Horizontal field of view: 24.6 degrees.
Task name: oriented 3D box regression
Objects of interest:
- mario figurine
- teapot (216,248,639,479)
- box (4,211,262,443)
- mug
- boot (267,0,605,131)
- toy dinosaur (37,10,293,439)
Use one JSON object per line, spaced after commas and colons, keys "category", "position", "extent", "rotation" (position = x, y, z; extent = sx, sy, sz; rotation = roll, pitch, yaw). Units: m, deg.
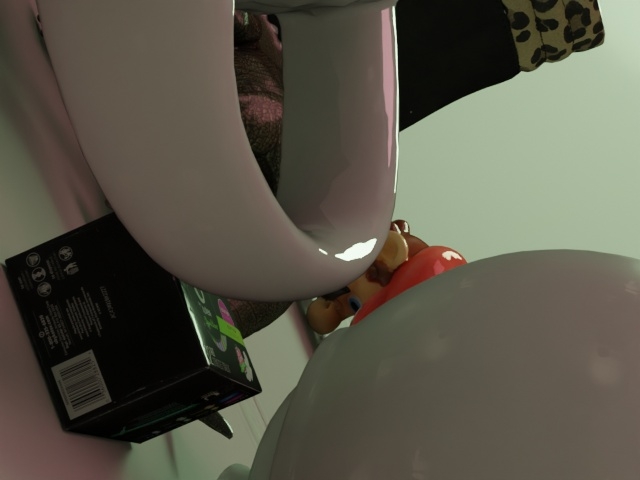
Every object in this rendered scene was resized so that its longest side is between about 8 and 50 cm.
{"category": "mario figurine", "position": [0.000, 0.000, 1.361], "extent": [0.198, 0.170, 0.320], "rotation": [6, 42, -47]}
{"category": "teapot", "position": [0.046, 0.115, 0.564], "extent": [0.252, 0.187, 0.256], "rotation": [-69, 161, -45]}
{"category": "box", "position": [-0.060, 0.030, 0.497], "extent": [0.083, 0.052, 0.062], "rotation": [46, 21, -76]}
{"category": "mug", "position": [-0.026, -0.166, 0.467], "extent": [0.328, 0.276, 0.374], "rotation": [30, 56, -72]}
{"category": "boot", "position": [-0.014, -0.220, 0.910], "extent": [0.138, 0.284, 0.377], "rotation": [-42, 109, -86]}
{"category": "toy dinosaur", "position": [-0.044, -0.045, 0.704], "extent": [0.160, 0.121, 0.313], "rotation": [40, 19, -51]}
